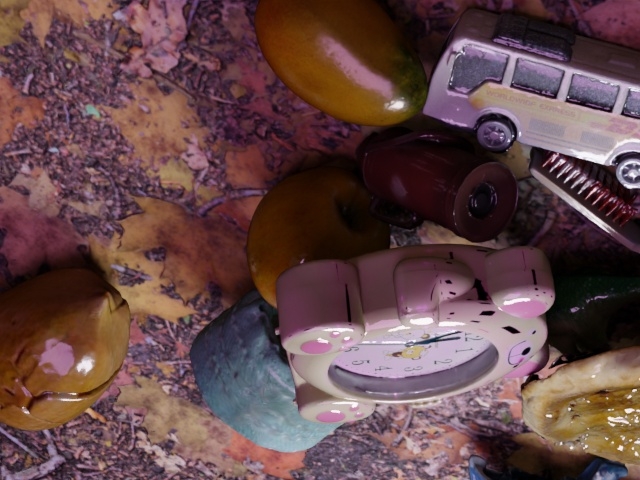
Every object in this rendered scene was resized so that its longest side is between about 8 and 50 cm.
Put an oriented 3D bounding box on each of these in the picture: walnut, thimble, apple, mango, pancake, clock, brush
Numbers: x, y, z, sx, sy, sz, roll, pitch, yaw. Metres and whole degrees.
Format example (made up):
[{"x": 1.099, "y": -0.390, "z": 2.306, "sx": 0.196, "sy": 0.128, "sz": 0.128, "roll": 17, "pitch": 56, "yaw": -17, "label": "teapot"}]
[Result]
[{"x": -0.362, "y": 0.144, "z": 2.194, "sx": 0.203, "sy": 0.203, "sz": 0.298, "roll": 38, "pitch": 135, "yaw": -12, "label": "walnut"}, {"x": -0.038, "y": 0.158, "z": 2.106, "sx": 0.235, "sy": 0.198, "sz": 0.143, "roll": 23, "pitch": 133, "yaw": -35, "label": "thimble"}, {"x": 0.000, "y": 0.000, "z": 1.980, "sx": 0.182, "sy": 0.182, "sz": 0.155, "roll": 44, "pitch": 129, "yaw": -16, "label": "apple"}, {"x": 0.021, "y": -0.209, "z": 1.838, "sx": 0.221, "sy": 0.120, "sz": 0.151, "roll": 46, "pitch": 143, "yaw": 3, "label": "mango"}, {"x": 0.422, "y": 0.196, "z": 1.967, "sx": 0.382, "sy": 0.071, "sz": 0.382, "roll": 2, "pitch": 155, "yaw": 1, "label": "pancake"}, {"x": 0.109, "y": 0.102, "z": 1.878, "sx": 0.309, "sy": 0.114, "sz": 0.284, "roll": -7, "pitch": 150, "yaw": 2, "label": "clock"}, {"x": 0.379, "y": -0.013, "z": 1.930, "sx": 0.321, "sy": 0.060, "sz": 0.050, "roll": 37, "pitch": 117, "yaw": -11, "label": "brush"}]

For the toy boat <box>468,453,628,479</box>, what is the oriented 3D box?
[{"x": 0.340, "y": 0.346, "z": 2.176, "sx": 0.309, "sy": 0.129, "sz": 0.142, "roll": 17, "pitch": 95, "yaw": 0, "label": "toy boat"}]

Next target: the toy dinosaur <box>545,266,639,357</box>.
[{"x": 0.253, "y": 0.049, "z": 1.990, "sx": 0.301, "sy": 0.087, "sz": 0.447, "roll": 38, "pitch": 139, "yaw": -7, "label": "toy dinosaur"}]

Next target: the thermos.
[{"x": 0.115, "y": -0.071, "z": 1.894, "sx": 0.099, "sy": 0.124, "sz": 0.232, "roll": 25, "pitch": 180, "yaw": -40, "label": "thermos"}]

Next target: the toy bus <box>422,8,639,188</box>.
[{"x": 0.290, "y": -0.154, "z": 1.826, "sx": 0.342, "sy": 0.097, "sz": 0.138, "roll": 16, "pitch": 127, "yaw": 5, "label": "toy bus"}]
